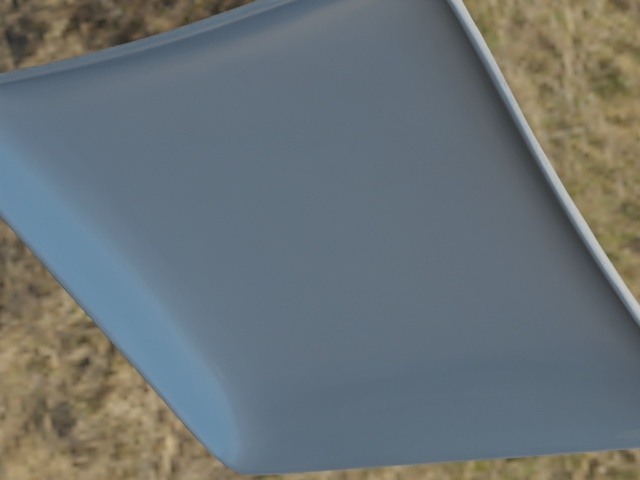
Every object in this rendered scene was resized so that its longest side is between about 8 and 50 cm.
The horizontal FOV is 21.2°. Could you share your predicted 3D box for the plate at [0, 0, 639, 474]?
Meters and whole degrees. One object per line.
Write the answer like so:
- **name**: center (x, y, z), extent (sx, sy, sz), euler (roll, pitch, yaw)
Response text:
- **plate**: center (0.000, 0.000, 0.757), extent (0.277, 0.278, 0.045), euler (53, 43, -33)
